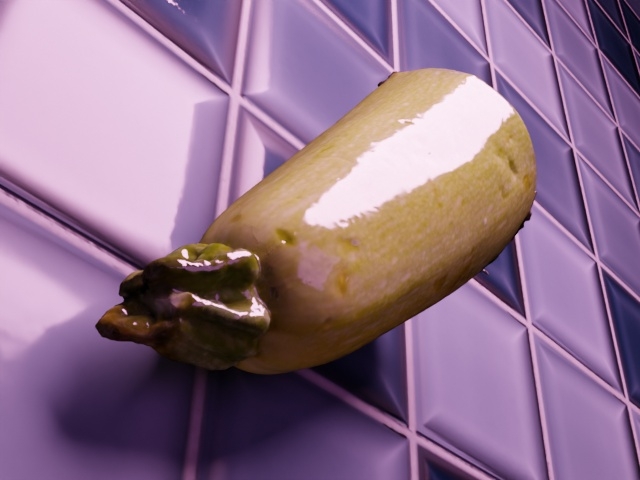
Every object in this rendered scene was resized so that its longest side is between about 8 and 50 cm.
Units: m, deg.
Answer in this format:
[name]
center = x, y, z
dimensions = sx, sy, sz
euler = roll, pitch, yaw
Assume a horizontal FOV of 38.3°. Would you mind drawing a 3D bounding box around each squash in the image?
[squash]
center = 0.003, 0.014, 0.489
dimensions = 0.137, 0.137, 0.287
euler = 57, 44, -6
